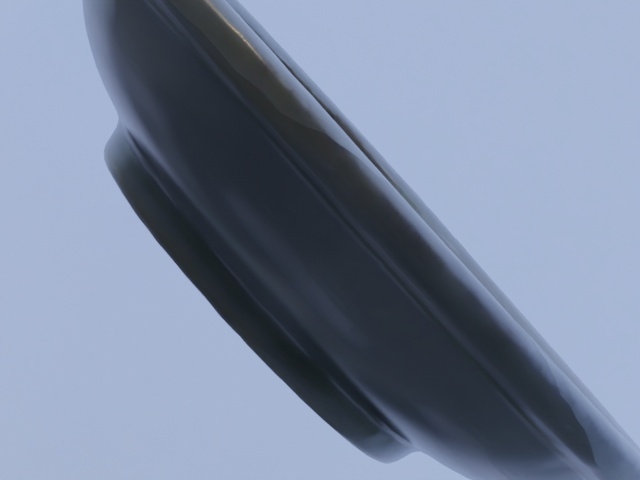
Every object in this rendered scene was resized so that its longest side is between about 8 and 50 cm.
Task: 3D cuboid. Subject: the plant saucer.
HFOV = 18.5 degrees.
[{"bbox_3d":[0.000,0.000,0.964,0.100,0.400,0.400,-42,-102,4],"label":"plant saucer"}]
